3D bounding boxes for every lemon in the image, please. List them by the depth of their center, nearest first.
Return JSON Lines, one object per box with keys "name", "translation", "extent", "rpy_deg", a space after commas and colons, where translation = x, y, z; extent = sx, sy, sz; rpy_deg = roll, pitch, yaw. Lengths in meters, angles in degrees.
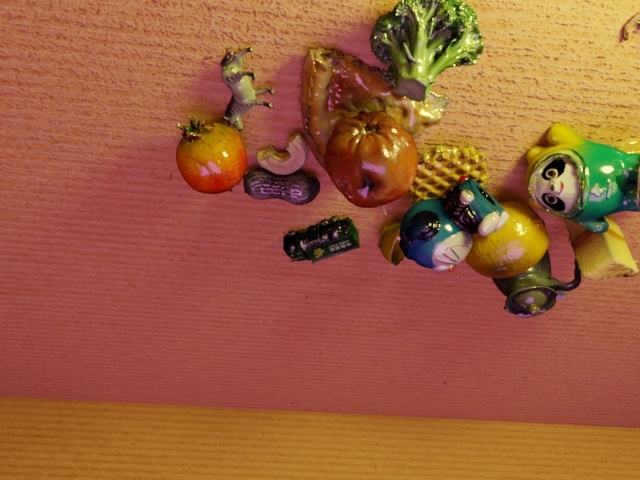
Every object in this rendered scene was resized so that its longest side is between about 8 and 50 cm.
{"name": "lemon", "translation": [0.610, -0.002, 1.731], "extent": [0.260, 0.261, 0.284], "rpy_deg": [18, 128, -19]}

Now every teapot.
{"name": "teapot", "translation": [0.771, 0.145, 1.866], "extent": [0.305, 0.285, 0.223], "rpy_deg": [-3, 139, 5]}

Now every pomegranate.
{"name": "pomegranate", "translation": [-0.319, -0.245, 1.496], "extent": [0.210, 0.210, 0.235], "rpy_deg": [-15, 136, 17]}

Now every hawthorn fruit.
{"name": "hawthorn fruit", "translation": [0.135, -0.215, 1.394], "extent": [0.258, 0.259, 0.262], "rpy_deg": [-5, 166, 6]}

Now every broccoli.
{"name": "broccoli", "translation": [0.250, -0.460, 1.244], "extent": [0.269, 0.242, 0.261], "rpy_deg": [18, 161, 11]}

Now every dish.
{"name": "dish", "translation": [0.257, 0.002, 1.843], "extent": [0.080, 0.149, 0.208], "rpy_deg": [28, 155, 25]}

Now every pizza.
{"name": "pizza", "translation": [0.099, -0.322, 1.503], "extent": [0.434, 0.080, 0.392], "rpy_deg": [18, 135, -16]}

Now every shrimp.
{"name": "shrimp", "translation": [0.813, -0.524, 1.311], "extent": [0.114, 0.023, 0.083], "rpy_deg": [37, 130, -27]}

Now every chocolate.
{"name": "chocolate", "translation": [-0.125, -0.170, 1.654], "extent": [0.247, 0.110, 0.110], "rpy_deg": [6, 138, 2]}

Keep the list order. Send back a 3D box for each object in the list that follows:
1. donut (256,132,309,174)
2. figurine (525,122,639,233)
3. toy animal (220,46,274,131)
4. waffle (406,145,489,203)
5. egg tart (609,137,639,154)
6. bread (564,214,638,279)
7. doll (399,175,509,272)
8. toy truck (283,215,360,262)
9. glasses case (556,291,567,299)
{"name": "donut", "translation": [-0.102, -0.261, 1.581], "extent": [0.165, 0.065, 0.108], "rpy_deg": [-25, 133, 25]}
{"name": "figurine", "translation": [0.771, -0.178, 1.515], "extent": [0.339, 0.231, 0.324], "rpy_deg": [11, 116, 41]}
{"name": "toy animal", "translation": [-0.220, -0.408, 1.415], "extent": [0.175, 0.074, 0.217], "rpy_deg": [-1, 136, 24]}
{"name": "waffle", "translation": [0.392, -0.188, 1.621], "extent": [0.290, 0.051, 0.291], "rpy_deg": [1, 140, 1]}
{"name": "egg tart", "translation": [0.969, -0.193, 1.619], "extent": [0.288, 0.118, 0.288], "rpy_deg": [3, 138, 3]}
{"name": "bread", "translation": [0.918, -0.006, 1.712], "extent": [0.178, 0.266, 0.142], "rpy_deg": [-16, 140, 19]}
{"name": "doll", "translation": [0.386, -0.039, 1.592], "extent": [0.310, 0.240, 0.284], "rpy_deg": [-44, 150, 27]}
{"name": "toy truck", "translation": [0.000, 0.000, 1.859], "extent": [0.258, 0.088, 0.121], "rpy_deg": [-18, 135, 18]}
{"name": "glasses case", "translation": [0.900, 0.205, 2.096], "extent": [0.178, 0.067, 0.045], "rpy_deg": [-2, 136, 3]}
